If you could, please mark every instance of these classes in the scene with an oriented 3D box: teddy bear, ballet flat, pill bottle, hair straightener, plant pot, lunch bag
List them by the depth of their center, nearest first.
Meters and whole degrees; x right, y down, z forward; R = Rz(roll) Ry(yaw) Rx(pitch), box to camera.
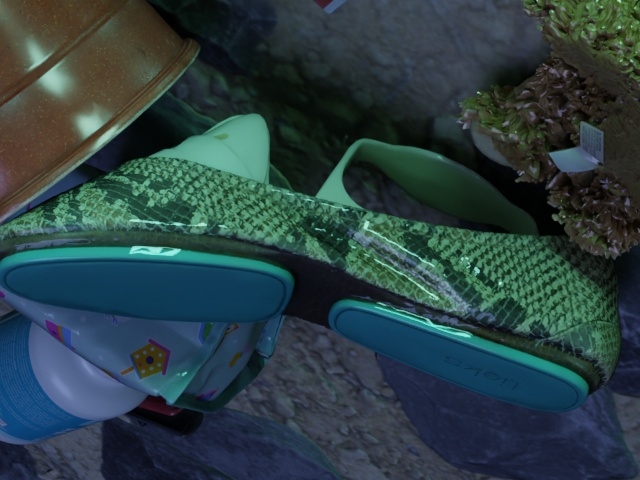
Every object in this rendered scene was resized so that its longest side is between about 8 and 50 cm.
[{"bbox_3d":[0.229,-0.092,0.983,0.245,0.113,0.338,36,153,5],"label":"teddy bear"},{"bbox_3d":[-0.278,-0.173,1.130,0.272,0.272,0.265,-19,113,48],"label":"plant pot"},{"bbox_3d":[0.000,0.000,1.136,0.482,0.182,0.164,12,157,-7],"label":"ballet flat"},{"bbox_3d":[-0.151,0.042,1.336,0.223,0.160,0.262,33,180,12],"label":"lunch bag"},{"bbox_3d":[-0.263,0.125,1.557,0.146,0.146,0.264,45,144,-18],"label":"pill bottle"},{"bbox_3d":[-0.229,0.189,1.696,0.230,0.047,0.089,6,138,31],"label":"hair straightener"}]

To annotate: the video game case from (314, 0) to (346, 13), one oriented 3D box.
[{"bbox_3d":[-0.042,-0.291,0.966,0.285,0.025,0.204,41,144,-14],"label":"video game case"}]
